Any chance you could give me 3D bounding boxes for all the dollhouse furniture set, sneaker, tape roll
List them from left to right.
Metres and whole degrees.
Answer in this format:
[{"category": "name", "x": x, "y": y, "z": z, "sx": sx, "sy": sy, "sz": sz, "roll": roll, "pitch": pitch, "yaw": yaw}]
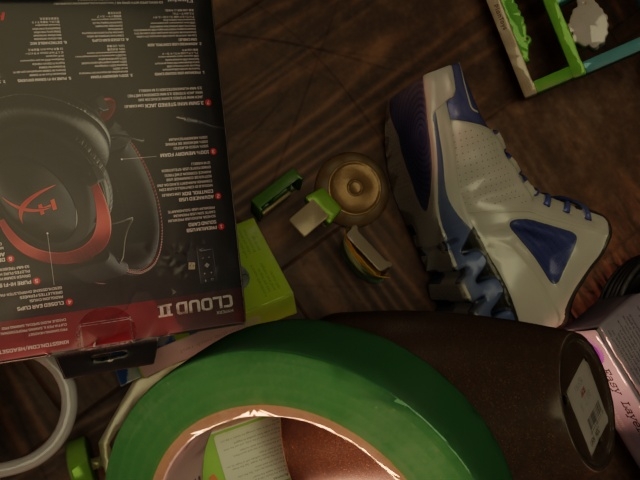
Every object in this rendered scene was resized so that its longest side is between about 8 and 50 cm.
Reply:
[{"category": "tape roll", "x": -0.011, "y": 0.224, "z": 0.574, "sx": 0.321, "sy": 0.077, "sz": 0.321, "roll": 4, "pitch": 103, "yaw": 20}, {"category": "dollhouse furniture set", "x": 0.000, "y": 0.000, "z": 0.758, "sx": 0.058, "sy": 0.076, "sz": 0.152, "roll": -41, "pitch": 83, "yaw": -15}, {"category": "sneaker", "x": 0.192, "y": -0.031, "z": 0.784, "sx": 0.182, "sy": 0.127, "sz": 0.316, "roll": -18, "pitch": 95, "yaw": -16}]

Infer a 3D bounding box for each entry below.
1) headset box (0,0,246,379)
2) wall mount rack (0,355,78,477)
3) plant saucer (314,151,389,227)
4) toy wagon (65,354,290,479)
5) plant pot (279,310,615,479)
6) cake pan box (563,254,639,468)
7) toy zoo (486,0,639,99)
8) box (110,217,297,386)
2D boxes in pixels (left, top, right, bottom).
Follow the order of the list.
[{"category": "headset box", "x": -0.185, "y": -0.036, "z": 0.589, "sx": 0.218, "sy": 0.110, "sz": 0.293, "roll": -8, "pitch": 96, "yaw": -19}, {"category": "wall mount rack", "x": -0.375, "y": 0.215, "z": 0.637, "sx": 0.350, "sy": 0.130, "sz": 0.304, "roll": -9, "pitch": 83, "yaw": -12}, {"category": "plant saucer", "x": 0.036, "y": -0.056, "z": 0.799, "sx": 0.083, "sy": 0.015, "sz": 0.083, "roll": 1, "pitch": 84, "yaw": -11}, {"category": "toy wagon", "x": -0.079, "y": 0.273, "z": 0.717, "sx": 0.267, "sy": 0.068, "sz": 0.344, "roll": -15, "pitch": 88, "yaw": -12}, {"category": "plant pot", "x": 0.122, "y": 0.150, "z": 0.645, "sx": 0.215, "sy": 0.230, "sz": 0.215, "roll": 22, "pitch": 60, "yaw": -46}, {"category": "cake pan box", "x": 0.414, "y": 0.137, "z": 0.810, "sx": 0.245, "sy": 0.070, "sz": 0.267, "roll": -33, "pitch": 93, "yaw": -27}, {"category": "toy zoo", "x": 0.327, "y": -0.298, "z": 0.797, "sx": 0.293, "sy": 0.030, "sz": 0.192, "roll": -22, "pitch": 87, "yaw": 19}, {"category": "box", "x": -0.125, "y": 0.055, "z": 0.717, "sx": 0.178, "sy": 0.042, "sz": 0.109, "roll": -22, "pitch": 54, "yaw": -13}]
